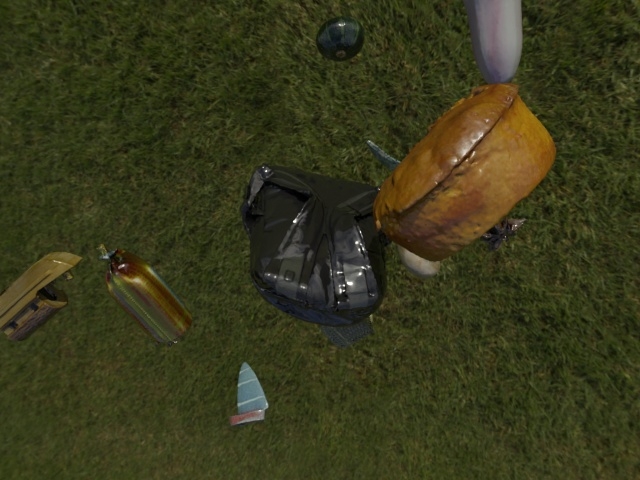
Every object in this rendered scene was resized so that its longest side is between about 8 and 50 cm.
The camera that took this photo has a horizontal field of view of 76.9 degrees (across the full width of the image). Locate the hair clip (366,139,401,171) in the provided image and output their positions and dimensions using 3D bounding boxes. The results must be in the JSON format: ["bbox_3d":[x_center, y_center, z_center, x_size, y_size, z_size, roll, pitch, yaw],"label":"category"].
[{"bbox_3d":[0.242,-0.265,1.358,0.229,0.036,0.066,28,157,-23],"label":"hair clip"}]

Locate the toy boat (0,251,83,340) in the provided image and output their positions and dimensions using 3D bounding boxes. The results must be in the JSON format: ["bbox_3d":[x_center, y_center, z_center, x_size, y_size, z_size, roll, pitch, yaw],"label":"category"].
[{"bbox_3d":[-0.498,0.102,0.703,0.226,0.068,0.088,-37,109,11],"label":"toy boat"}]

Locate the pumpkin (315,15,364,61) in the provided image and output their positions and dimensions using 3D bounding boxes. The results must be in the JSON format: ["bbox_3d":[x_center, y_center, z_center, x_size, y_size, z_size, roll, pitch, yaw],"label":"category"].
[{"bbox_3d":[0.069,-0.683,1.364,0.168,0.167,0.125,5,74,10],"label":"pumpkin"}]

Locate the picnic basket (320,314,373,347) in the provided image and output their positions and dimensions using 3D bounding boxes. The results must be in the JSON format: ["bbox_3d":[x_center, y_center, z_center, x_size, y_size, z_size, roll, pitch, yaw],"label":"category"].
[{"bbox_3d":[0.091,0.266,1.451,0.154,0.196,0.134,-39,105,20],"label":"picnic basket"}]

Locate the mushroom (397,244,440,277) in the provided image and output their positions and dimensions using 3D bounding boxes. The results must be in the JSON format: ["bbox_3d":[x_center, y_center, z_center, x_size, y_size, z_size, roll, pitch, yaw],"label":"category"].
[{"bbox_3d":[0.404,0.037,1.581,0.209,0.206,0.206,-41,98,-2],"label":"mushroom"}]

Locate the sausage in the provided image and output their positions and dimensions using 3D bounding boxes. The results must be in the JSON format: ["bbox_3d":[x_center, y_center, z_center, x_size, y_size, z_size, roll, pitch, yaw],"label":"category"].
[{"bbox_3d":[-0.440,0.129,0.982,0.118,0.125,0.317,-8,133,16],"label":"sausage"}]

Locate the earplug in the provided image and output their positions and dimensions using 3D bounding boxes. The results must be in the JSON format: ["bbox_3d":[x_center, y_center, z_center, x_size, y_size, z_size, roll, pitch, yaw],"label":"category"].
[{"bbox_3d":[0.508,-0.599,1.159,0.173,0.172,0.300,-11,109,16],"label":"earplug"}]

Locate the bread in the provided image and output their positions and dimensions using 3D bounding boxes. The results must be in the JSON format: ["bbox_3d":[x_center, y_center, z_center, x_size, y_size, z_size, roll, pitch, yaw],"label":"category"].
[{"bbox_3d":[0.224,-0.109,0.656,0.172,0.312,0.312,41,113,0],"label":"bread"}]

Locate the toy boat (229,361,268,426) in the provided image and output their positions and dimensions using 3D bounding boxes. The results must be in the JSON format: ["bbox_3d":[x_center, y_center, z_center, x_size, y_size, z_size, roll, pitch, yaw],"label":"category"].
[{"bbox_3d":[-0.139,0.287,0.776,0.096,0.122,0.034,-24,143,26],"label":"toy boat"}]

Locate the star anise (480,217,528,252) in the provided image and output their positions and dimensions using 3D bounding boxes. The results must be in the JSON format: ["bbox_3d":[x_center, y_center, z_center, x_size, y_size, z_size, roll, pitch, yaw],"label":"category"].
[{"bbox_3d":[0.492,-0.013,1.109,0.124,0.056,0.129,-1,137,-14],"label":"star anise"}]

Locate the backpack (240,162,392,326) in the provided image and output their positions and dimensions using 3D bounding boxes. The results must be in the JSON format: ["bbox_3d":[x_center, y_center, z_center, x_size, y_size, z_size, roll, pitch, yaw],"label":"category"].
[{"bbox_3d":[0.000,0.000,0.890,0.364,0.445,0.254,9,128,-12],"label":"backpack"}]
